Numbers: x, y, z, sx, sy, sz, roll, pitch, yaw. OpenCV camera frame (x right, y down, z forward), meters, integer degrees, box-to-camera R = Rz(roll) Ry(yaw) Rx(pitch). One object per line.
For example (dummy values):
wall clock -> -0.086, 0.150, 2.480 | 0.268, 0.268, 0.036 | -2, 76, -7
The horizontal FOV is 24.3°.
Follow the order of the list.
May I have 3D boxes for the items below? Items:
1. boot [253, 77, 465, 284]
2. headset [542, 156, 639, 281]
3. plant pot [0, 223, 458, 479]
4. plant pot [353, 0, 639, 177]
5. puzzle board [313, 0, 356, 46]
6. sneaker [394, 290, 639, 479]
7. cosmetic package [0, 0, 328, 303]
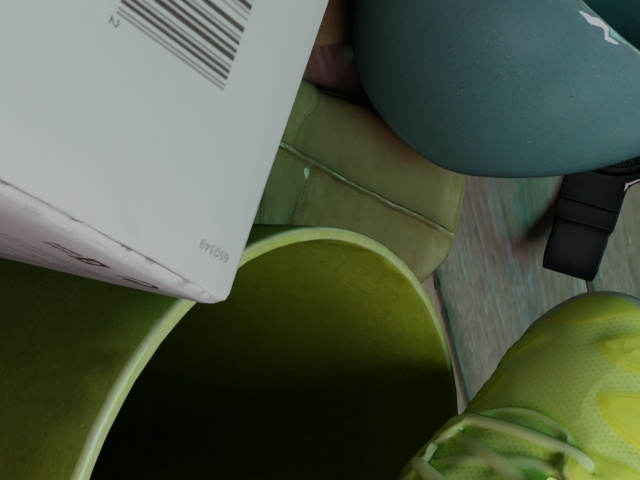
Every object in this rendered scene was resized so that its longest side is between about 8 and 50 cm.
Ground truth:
boot -> 0.000, 0.000, 1.046 | 0.269, 0.089, 0.236 | 24, 81, -54
headset -> 0.285, -0.139, 1.237 | 0.243, 0.185, 0.394 | -62, 165, -52
plant pot -> -0.130, 0.106, 0.732 | 0.275, 0.294, 0.274 | -18, 113, -50
plant pot -> 0.136, -0.157, 1.043 | 0.290, 0.195, 0.290 | 30, 38, -27
puzzle board -> -0.005, -0.186, 1.053 | 0.128, 0.011, 0.096 | -18, 114, -48
sneaker -> 0.059, 0.161, 0.631 | 0.384, 0.145, 0.147 | -56, 138, -29
cosmetic package -> -0.181, -0.112, 0.550 | 0.155, 0.366, 0.196 | 33, 71, -53
